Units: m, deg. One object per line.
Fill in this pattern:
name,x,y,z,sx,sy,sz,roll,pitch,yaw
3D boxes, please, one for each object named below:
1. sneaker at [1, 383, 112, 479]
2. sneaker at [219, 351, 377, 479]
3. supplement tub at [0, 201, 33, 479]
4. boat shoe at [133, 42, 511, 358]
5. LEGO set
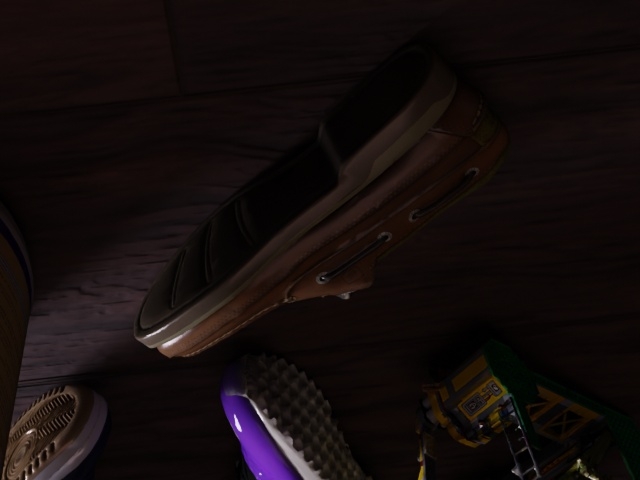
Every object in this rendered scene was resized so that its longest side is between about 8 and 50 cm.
sneaker,-0.215,0.234,1.066,0.153,0.099,0.282,33,124,-20
sneaker,-0.034,0.224,1.074,0.146,0.102,0.293,-23,125,13
supplement tub,-0.321,0.109,0.821,0.241,0.331,0.241,-2,126,-3
boat shoe,0.000,0.000,0.906,0.307,0.111,0.104,-38,120,21
LEGO set,0.164,0.263,1.012,0.255,0.331,0.192,20,127,-43
